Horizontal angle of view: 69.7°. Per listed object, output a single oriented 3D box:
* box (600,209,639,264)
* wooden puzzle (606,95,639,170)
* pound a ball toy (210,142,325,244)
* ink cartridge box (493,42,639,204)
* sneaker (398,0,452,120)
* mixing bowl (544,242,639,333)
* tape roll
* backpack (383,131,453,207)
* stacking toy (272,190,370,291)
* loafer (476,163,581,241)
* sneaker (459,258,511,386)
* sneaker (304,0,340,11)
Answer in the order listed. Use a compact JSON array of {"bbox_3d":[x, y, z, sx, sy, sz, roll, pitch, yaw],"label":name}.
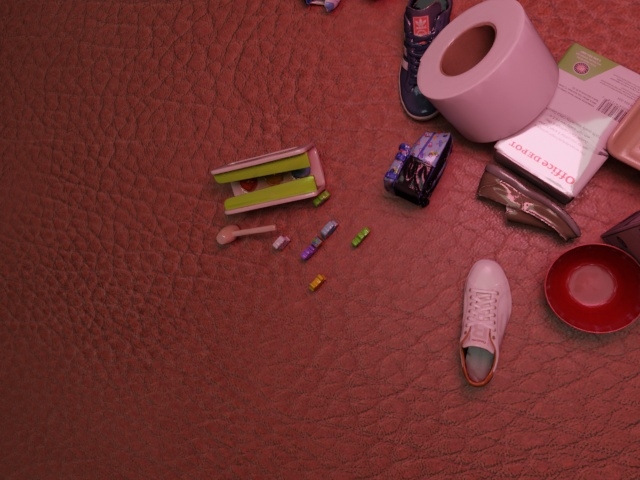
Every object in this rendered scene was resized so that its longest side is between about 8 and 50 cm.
[{"bbox_3d":[0.643,0.018,0.851,0.087,0.290,0.169,-37,76,13],"label":"box"},{"bbox_3d":[0.782,-0.213,0.850,0.347,0.080,0.322,38,100,20],"label":"wooden puzzle"},{"bbox_3d":[-0.146,-0.125,1.243,0.318,0.136,0.208,-11,107,19],"label":"pound a ball toy"},{"bbox_3d":[0.541,-0.246,0.999,0.198,0.114,0.273,39,99,18],"label":"ink cartridge box"},{"bbox_3d":[0.246,-0.473,1.103,0.131,0.148,0.351,2,87,19],"label":"sneaker"},{"bbox_3d":[0.573,0.096,0.966,0.181,0.098,0.182,0,89,27],"label":"mixing bowl"},{"bbox_3d":[0.356,-0.359,0.989,0.246,0.169,0.246,-31,43,35],"label":"tape roll"},{"bbox_3d":[0.236,-0.181,1.081,0.116,0.158,0.174,27,92,12],"label":"backpack"},{"bbox_3d":[0.000,0.000,1.210,0.167,0.052,0.221,45,99,15],"label":"stacking toy"},{"bbox_3d":[0.462,-0.074,1.037,0.251,0.094,0.087,42,111,22],"label":"loafer"},{"bbox_3d":[0.369,0.184,1.026,0.105,0.123,0.291,2,86,21],"label":"sneaker"},{"bbox_3d":[-0.047,-0.701,1.255,0.237,0.085,0.086,33,82,18],"label":"sneaker"}]
